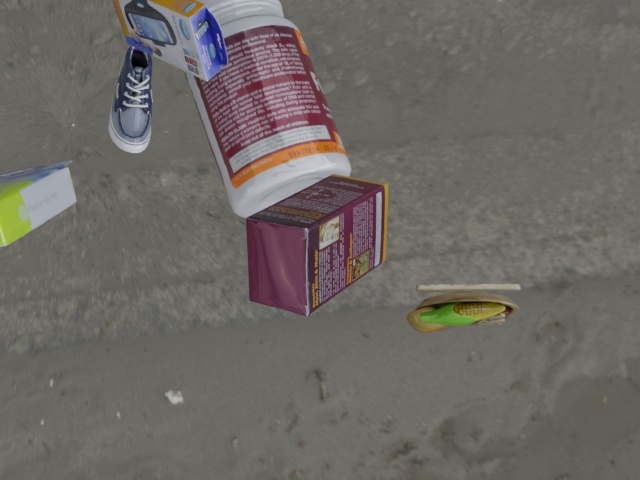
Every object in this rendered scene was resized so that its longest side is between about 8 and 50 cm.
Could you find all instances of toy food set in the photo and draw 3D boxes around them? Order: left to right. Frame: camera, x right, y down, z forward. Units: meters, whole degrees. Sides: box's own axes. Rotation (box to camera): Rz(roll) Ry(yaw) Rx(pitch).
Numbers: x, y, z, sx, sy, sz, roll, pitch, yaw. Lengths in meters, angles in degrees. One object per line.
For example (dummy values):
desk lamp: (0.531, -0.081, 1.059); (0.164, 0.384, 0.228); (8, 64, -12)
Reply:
toy food set: (0.167, 0.091, 1.149); (0.132, 0.192, 0.038); (-1, 74, 4)

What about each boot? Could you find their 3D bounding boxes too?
boot: (-0.302, -0.231, 1.573); (0.069, 0.190, 0.086); (4, 135, -20)

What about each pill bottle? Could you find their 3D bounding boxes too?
pill bottle: (-0.110, -0.257, 1.742); (0.224, 0.224, 0.392); (-17, 77, -12)

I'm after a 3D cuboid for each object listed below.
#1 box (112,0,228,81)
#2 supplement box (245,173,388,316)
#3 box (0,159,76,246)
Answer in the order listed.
box: (-0.151, -0.213, 0.980); (0.028, 0.136, 0.081); (-45, 147, -25)
supplement box: (0.000, 0.000, 1.125); (0.188, 0.081, 0.104); (-30, 126, -53)
box: (-0.292, -0.026, 0.860); (0.109, 0.178, 0.042); (-11, 103, 10)
